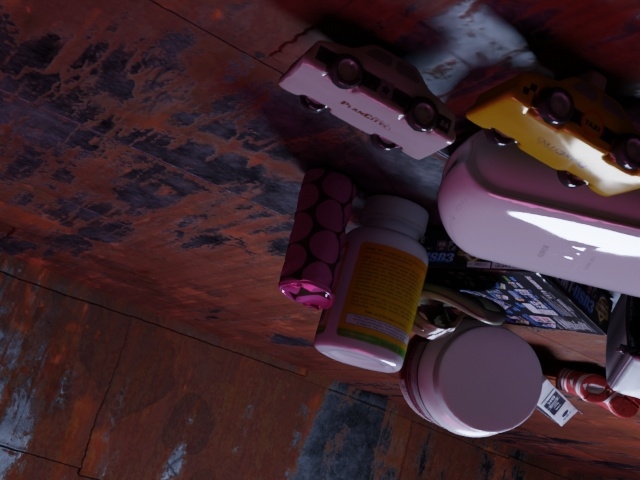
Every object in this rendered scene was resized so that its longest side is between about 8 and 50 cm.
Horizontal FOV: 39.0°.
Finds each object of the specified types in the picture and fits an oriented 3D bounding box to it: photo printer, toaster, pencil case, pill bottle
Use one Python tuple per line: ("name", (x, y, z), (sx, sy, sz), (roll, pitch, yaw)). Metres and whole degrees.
("photo printer", (0.294, -0.032, 1.092), (0.307, 0.107, 0.256), (14, 163, 8))
("toaster", (0.510, 0.147, 1.328), (0.185, 0.168, 0.110), (15, 138, 4))
("pencil case", (0.000, 0.000, 1.309), (0.095, 0.209, 0.098), (11, 147, 7))
("pill bottle", (0.287, 0.265, 1.775), (0.223, 0.224, 0.392), (17, 173, -2))
("pill bottle", (0.086, 0.063, 1.361), (0.136, 0.246, 0.136), (15, 164, 4))

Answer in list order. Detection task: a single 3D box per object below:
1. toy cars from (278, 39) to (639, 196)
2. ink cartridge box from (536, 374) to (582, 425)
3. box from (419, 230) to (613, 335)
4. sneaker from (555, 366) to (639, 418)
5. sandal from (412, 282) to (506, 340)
("toy cars", (0.152, -0.143, 0.925), (0.393, 0.087, 0.176), (14, 162, 22))
("ink cartridge box", (0.489, 0.339, 2.089), (0.165, 0.065, 0.332), (37, 179, 38))
("box", (0.291, 0.069, 1.492), (0.293, 0.073, 0.295), (4, 160, 40))
("sneaker", (0.625, 0.332, 2.058), (0.221, 0.087, 0.128), (28, 177, -32))
("sandal", (0.169, 0.116, 1.453), (0.120, 0.086, 0.302), (15, 171, -42))
